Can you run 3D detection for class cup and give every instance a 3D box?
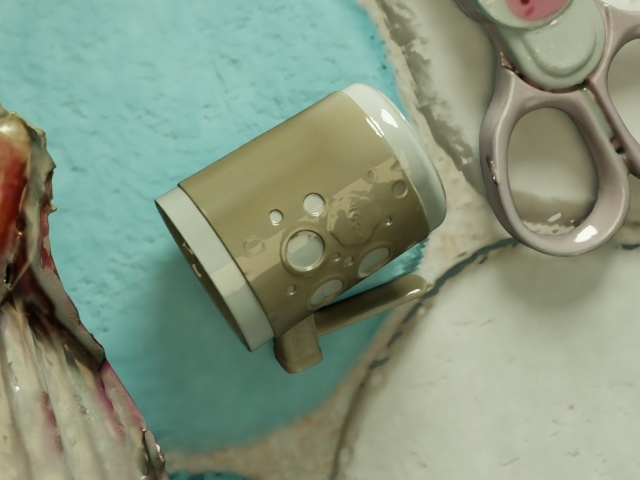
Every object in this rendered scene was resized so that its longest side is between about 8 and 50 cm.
[{"bbox_3d":[0.001,0.000,0.633,0.099,0.074,0.102,-33,105,-7],"label":"cup"}]

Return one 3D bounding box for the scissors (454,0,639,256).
[{"bbox_3d":[0.084,-0.112,0.657,0.118,0.030,0.242,-34,108,-7],"label":"scissors"}]

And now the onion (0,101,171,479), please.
[{"bbox_3d":[-0.172,0.116,0.575,0.267,0.159,0.348,20,79,-25],"label":"onion"}]
